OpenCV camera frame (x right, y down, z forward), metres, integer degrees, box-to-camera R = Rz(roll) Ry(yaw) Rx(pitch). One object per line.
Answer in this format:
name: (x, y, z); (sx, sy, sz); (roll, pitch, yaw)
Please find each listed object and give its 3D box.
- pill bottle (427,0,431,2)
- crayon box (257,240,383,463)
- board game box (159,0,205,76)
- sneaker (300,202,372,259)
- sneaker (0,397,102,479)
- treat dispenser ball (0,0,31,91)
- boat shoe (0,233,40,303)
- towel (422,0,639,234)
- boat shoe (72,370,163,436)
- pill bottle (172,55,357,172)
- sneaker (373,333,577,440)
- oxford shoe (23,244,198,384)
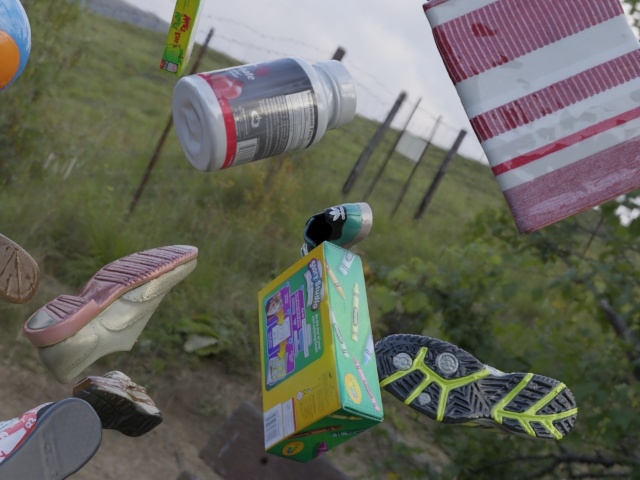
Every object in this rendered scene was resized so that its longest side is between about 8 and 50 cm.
pill bottle: (0.298, -0.550, 1.724); (0.108, 0.107, 0.180); (29, -18, -36)
crayon box: (-0.008, 0.160, 1.217); (0.081, 0.165, 0.278); (25, 43, -34)
board game box: (-0.260, -0.416, 1.597); (0.043, 0.181, 0.092); (17, 25, -7)
sneaker: (0.000, 0.000, 1.939); (0.121, 0.108, 0.302); (3, -31, -27)
sneaker: (-0.341, 0.249, 0.783); (0.145, 0.270, 0.090); (-24, -82, 39)
treat dispenser ball: (-0.768, -0.440, 1.764); (0.288, 0.288, 0.288); (28, -1, 1)
boat shoe: (-0.625, -0.011, 1.390); (0.123, 0.123, 0.342); (-6, -41, 33)
towel: (0.299, -0.199, 1.064); (0.037, 0.237, 0.328); (63, 5, -83)
boat shoe: (-0.495, 0.379, 1.985); (0.119, 0.123, 0.324); (60, 0, 29)
pill bottle: (-0.097, -0.244, 1.541); (0.319, 0.176, 0.176); (-18, 25, -29)
sneaker: (0.260, 0.284, 1.509); (0.385, 0.145, 0.147); (21, -21, -3)
oxford shoe: (-0.396, 0.134, 1.656); (0.141, 0.397, 0.146); (9, -57, 45)
